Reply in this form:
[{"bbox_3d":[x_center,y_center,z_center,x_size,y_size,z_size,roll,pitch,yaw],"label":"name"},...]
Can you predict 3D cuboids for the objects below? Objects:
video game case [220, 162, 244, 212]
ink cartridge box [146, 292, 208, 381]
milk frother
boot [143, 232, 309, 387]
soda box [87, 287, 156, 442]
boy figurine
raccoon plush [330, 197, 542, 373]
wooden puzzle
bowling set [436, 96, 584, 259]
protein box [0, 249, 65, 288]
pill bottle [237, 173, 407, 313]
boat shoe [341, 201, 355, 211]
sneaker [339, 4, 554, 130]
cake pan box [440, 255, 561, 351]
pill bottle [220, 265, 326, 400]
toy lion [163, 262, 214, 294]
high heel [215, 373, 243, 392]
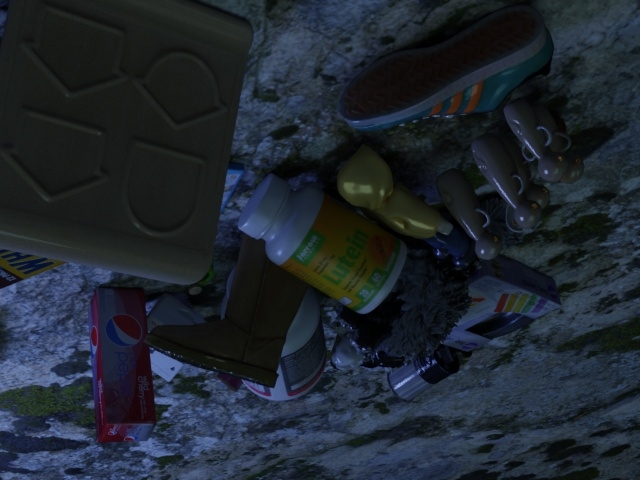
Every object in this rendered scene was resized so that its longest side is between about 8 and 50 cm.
[{"bbox_3d":[-0.200,-0.073,1.796,0.119,0.015,0.166,4,147,-23],"label":"video game case"},{"bbox_3d":[-0.282,0.179,2.114,0.109,0.063,0.150,36,139,-4],"label":"ink cartridge box"},{"bbox_3d":[0.231,0.260,2.403,0.143,0.129,0.135,23,133,-36],"label":"milk frother"},{"bbox_3d":[-0.138,0.081,1.861,0.236,0.269,0.089,19,167,-14],"label":"boot"},{"bbox_3d":[-0.347,0.214,1.997,0.092,0.263,0.083,3,147,-23],"label":"soda box"},{"bbox_3d":[0.129,-0.056,1.822,0.285,0.177,0.092,33,87,-33],"label":"boy figurine"},{"bbox_3d":[0.207,0.105,2.076,0.446,0.216,0.299,-22,167,5],"label":"raccoon plush"},{"bbox_3d":[-0.257,-0.140,1.411,0.322,0.348,0.080,14,177,-36],"label":"wooden puzzle"},{"bbox_3d":[0.324,-0.108,1.703,0.200,0.154,0.287,-24,167,-27],"label":"bowling set"},{"bbox_3d":[-0.397,-0.075,1.537,0.200,0.201,0.136,-20,150,17],"label":"protein box"},{"bbox_3d":[0.000,0.000,1.800,0.245,0.136,0.136,31,137,-13],"label":"pill bottle"},{"bbox_3d":[0.032,-0.021,1.932,0.040,0.049,0.142,22,152,15],"label":"boat shoe"},{"bbox_3d":[0.179,-0.210,1.583,0.302,0.108,0.121,-21,145,15],"label":"sneaker"},{"bbox_3d":[0.303,0.123,2.252,0.246,0.070,0.267,-29,146,33],"label":"cake pan box"},{"bbox_3d":[-0.084,0.153,2.065,0.176,0.176,0.318,-10,151,-1],"label":"pill bottle"},{"bbox_3d":[-0.222,0.047,1.988,0.096,0.034,0.100,-36,143,25],"label":"toy lion"},{"bbox_3d":[-0.192,0.195,2.242,0.117,0.082,0.244,-51,129,-12],"label":"high heel"}]
